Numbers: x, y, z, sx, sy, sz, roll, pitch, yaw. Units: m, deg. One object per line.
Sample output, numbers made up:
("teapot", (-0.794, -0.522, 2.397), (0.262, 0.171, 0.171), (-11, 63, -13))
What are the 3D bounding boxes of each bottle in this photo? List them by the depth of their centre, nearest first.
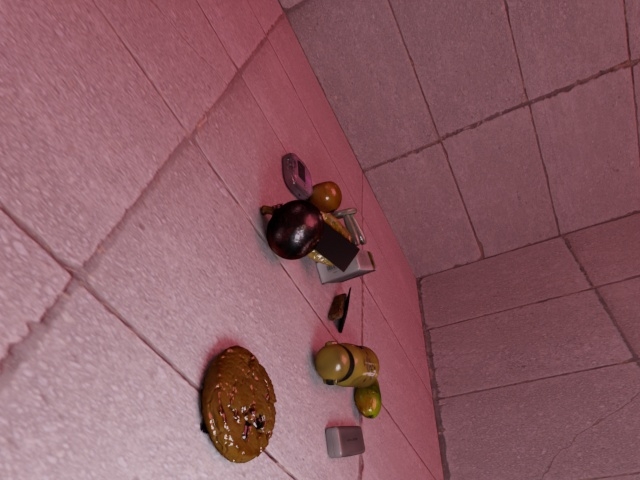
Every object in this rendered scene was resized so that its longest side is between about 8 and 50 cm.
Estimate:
("bottle", (0.100, 0.483, 1.693), (0.351, 0.171, 0.172), (36, 39, -59))

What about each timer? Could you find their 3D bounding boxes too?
("timer", (-0.106, -0.304, 2.048), (0.191, 0.069, 0.209), (42, 35, -49))

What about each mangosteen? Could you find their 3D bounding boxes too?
("mangosteen", (-0.116, -0.060, 1.612), (0.261, 0.236, 0.235), (39, 15, 13))

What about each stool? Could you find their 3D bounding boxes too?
("stool", (0.117, -0.051, 2.213), (0.195, 0.195, 0.199), (-4, 77, -70))

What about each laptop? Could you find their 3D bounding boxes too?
("laptop", (0.115, 0.319, 2.017), (0.197, 0.016, 0.135), (-74, 178, -61))

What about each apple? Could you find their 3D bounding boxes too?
("apple", (0.025, -0.209, 2.150), (0.182, 0.182, 0.155), (-20, 97, -70))

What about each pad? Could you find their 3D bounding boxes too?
("pad", (0.041, 0.011, 1.844), (0.243, 0.004, 0.164), (38, 49, 2))

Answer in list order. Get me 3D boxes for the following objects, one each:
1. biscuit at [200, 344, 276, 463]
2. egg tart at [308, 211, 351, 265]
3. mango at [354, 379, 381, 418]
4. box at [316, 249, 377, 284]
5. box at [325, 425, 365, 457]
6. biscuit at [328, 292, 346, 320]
("biscuit", (-0.196, 0.413, 1.117), (0.296, 0.075, 0.296), (54, 25, -40))
("egg tart", (0.000, 0.000, 1.904), (0.290, 0.107, 0.291), (14, 51, -18))
("mango", (0.210, 0.677, 1.900), (0.233, 0.111, 0.126), (-66, 138, -64))
("box", (0.132, 0.125, 2.073), (0.299, 0.200, 0.107), (8, 62, -68))
("box", (0.095, 0.744, 1.609), (0.243, 0.055, 0.103), (38, 37, -56))
("biscuit", (0.080, 0.301, 1.974), (0.035, 0.064, 0.199), (60, 20, -13))
